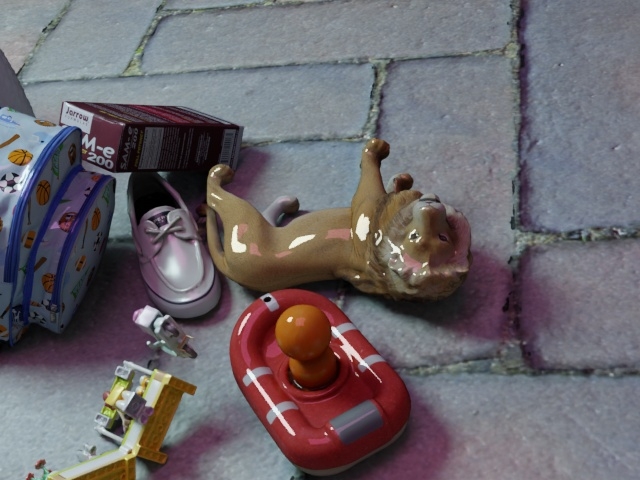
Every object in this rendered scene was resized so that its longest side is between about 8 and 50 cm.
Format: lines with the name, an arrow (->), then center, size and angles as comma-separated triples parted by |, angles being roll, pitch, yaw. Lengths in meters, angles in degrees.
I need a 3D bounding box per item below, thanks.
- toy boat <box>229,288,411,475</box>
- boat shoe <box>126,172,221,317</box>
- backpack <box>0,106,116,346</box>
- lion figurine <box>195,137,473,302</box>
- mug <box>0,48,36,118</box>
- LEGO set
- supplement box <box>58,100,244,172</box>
toy boat -> -0.011, 0.128, 1.057 | 0.151, 0.151, 0.231 | -27, 43, -16
boat shoe -> -0.203, -0.006, 1.303 | 0.096, 0.088, 0.267 | -18, 41, -7
backpack -> -0.378, -0.024, 1.238 | 0.213, 0.263, 0.276 | 8, 43, -1
lion figurine -> 0.000, 0.000, 1.236 | 0.392, 0.142, 0.240 | -13, 47, 21
mug -> -0.598, -0.225, 1.468 | 0.276, 0.328, 0.374 | -25, 42, -14
LEGO set -> -0.247, 0.206, 1.059 | 0.107, 0.132, 0.287 | 14, 53, 39
supplement box -> -0.237, -0.147, 1.393 | 0.130, 0.073, 0.239 | 22, 17, 34
